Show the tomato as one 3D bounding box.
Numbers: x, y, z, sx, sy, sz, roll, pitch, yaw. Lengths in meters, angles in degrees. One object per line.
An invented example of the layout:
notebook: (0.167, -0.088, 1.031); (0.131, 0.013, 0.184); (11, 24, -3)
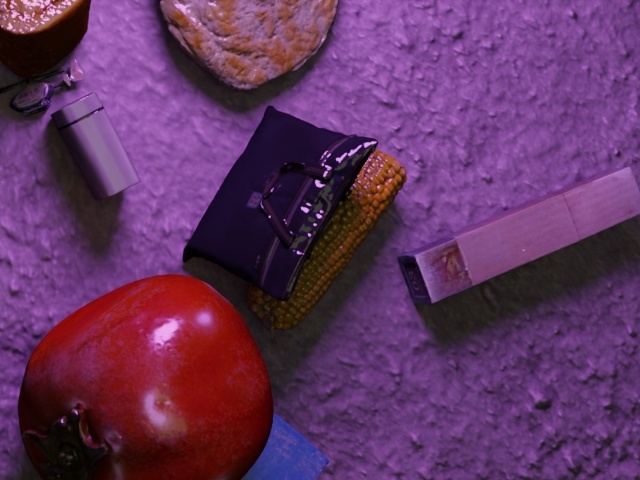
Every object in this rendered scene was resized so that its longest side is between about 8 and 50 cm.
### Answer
tomato: (-0.221, 0.203, 1.811); (0.290, 0.325, 0.293); (-30, 89, -43)

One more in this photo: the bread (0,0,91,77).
bread: (-0.360, -0.286, 1.840); (0.132, 0.172, 0.103); (-42, 90, -15)

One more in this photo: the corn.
corn: (0.000, 0.000, 1.999); (0.101, 0.101, 0.310); (39, 76, -14)

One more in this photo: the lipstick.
lipstick: (0.297, -0.010, 2.109); (0.372, 0.076, 0.079); (-21, 94, -17)

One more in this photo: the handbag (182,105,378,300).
handbag: (-0.055, -0.054, 1.937); (0.089, 0.211, 0.254); (41, 74, -47)

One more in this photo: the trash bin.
trash bin: (-0.296, -0.122, 1.893); (0.059, 0.116, 0.130); (-29, 99, -15)

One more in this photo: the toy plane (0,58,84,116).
toy plane: (-0.368, -0.199, 1.916); (0.121, 0.031, 0.049); (-23, 88, -15)

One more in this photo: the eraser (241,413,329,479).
eraser: (-0.134, 0.374, 1.930); (0.144, 0.043, 0.312); (40, 77, -13)

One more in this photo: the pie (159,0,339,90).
pie: (-0.089, -0.350, 1.975); (0.257, 0.105, 0.274); (42, 77, -23)
